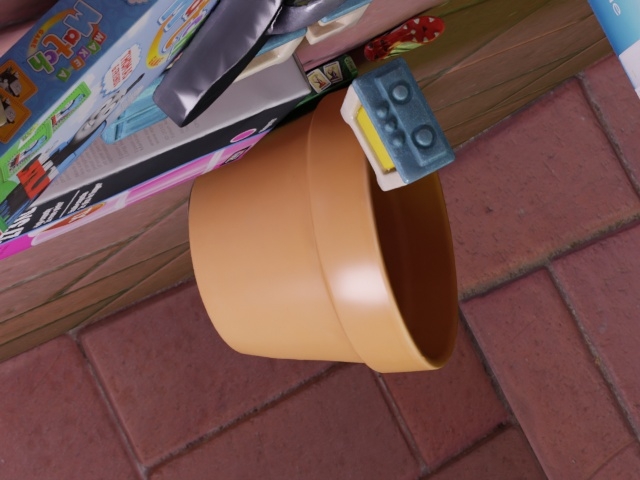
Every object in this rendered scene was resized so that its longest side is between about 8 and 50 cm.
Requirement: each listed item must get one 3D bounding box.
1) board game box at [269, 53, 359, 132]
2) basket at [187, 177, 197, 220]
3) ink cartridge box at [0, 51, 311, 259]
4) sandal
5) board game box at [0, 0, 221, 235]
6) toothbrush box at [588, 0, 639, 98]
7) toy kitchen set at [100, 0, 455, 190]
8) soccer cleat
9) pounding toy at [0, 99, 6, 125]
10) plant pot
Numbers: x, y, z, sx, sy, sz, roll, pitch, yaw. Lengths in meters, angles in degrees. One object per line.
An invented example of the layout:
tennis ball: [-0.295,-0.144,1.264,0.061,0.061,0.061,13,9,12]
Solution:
board game box: [-0.090,-0.108,1.404,0.260,0.030,0.136,-26,175,-12]
basket: [-0.056,-0.043,1.716,0.204,0.154,0.227,-30,172,23]
ink cartridge box: [-0.198,-0.053,1.103,0.371,0.069,0.176,-23,176,-27]
sandal: [-0.003,-0.146,0.763,0.254,0.054,0.097,-46,-179,43]
board game box: [-0.121,-0.088,0.721,0.211,0.039,0.160,-48,-179,-10]
toothbrush box: [0.276,-0.215,0.943,0.126,0.216,0.295,-27,178,-8]
toy kitchen set: [-0.034,-0.084,0.944,0.207,0.166,0.122,-27,177,-11]
soccer cleat: [0.082,-0.198,1.369,0.083,0.029,0.035,-24,-174,5]
pounding toy: [-0.225,-0.058,0.530,0.206,0.094,0.181,-12,-170,36]
plant pot: [0.000,0.000,1.393,0.204,0.290,0.291,-11,-178,17]
